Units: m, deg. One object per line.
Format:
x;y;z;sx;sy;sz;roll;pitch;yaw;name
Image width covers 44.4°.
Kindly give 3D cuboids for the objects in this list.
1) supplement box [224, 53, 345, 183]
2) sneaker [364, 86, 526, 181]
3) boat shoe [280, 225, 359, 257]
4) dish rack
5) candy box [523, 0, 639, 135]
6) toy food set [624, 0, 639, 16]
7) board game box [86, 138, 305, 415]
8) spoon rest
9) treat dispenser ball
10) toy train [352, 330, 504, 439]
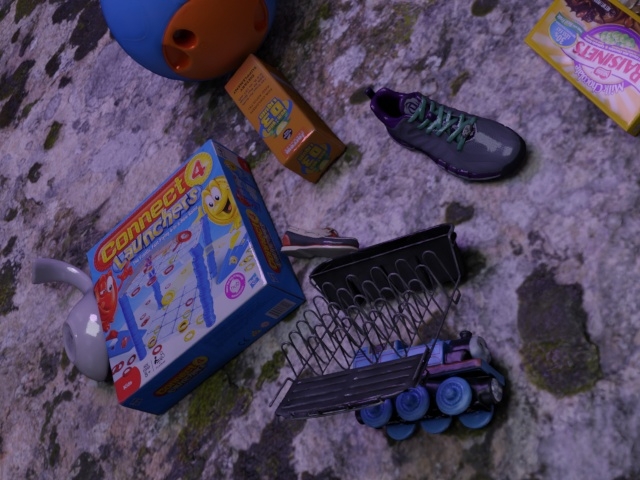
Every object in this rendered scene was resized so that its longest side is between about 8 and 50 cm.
-0.059;-0.190;1.204;0.078;0.080;0.233;-48;50;13;supplement box
0.149;-0.140;0.999;0.224;0.098;0.083;24;86;43;sneaker
0.000;0.000;1.090;0.137;0.049;0.043;-1;67;44;boat shoe
0.051;0.095;0.903;0.208;0.074;0.271;-20;20;32;dish rack
0.335;-0.223;0.924;0.105;0.027;0.205;-55;45;26;candy box
0.402;-0.262;0.906;0.122;0.019;0.077;32;92;43;toy food set
-0.206;0.053;1.201;0.308;0.086;0.301;-40;51;18;board game box
-0.407;0.122;1.329;0.276;0.084;0.137;46;134;38;spoon rest
-0.214;-0.406;1.284;0.288;0.288;0.288;-17;60;32;treat dispenser ball
0.119;0.163;0.898;0.184;0.080;0.105;-18;53;32;toy train
